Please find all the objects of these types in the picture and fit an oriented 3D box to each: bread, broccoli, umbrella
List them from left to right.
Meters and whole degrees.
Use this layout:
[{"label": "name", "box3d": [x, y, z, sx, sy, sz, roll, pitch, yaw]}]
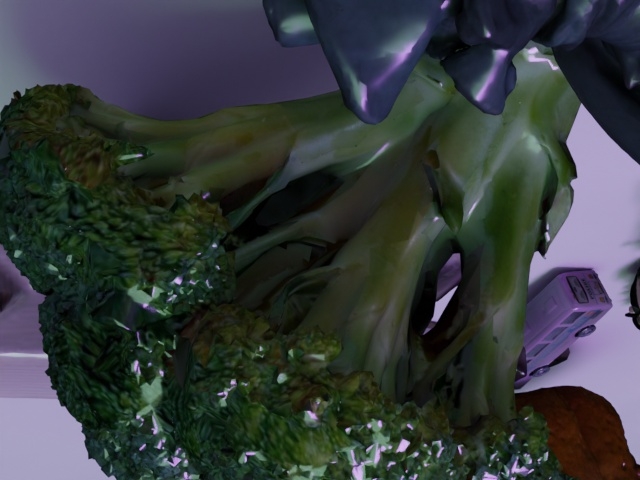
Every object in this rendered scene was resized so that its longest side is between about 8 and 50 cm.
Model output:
[{"label": "broccoli", "box3d": [0.000, 0.000, 0.471, 0.269, 0.254, 0.269, -21, 131, -27]}, {"label": "bread", "box3d": [0.141, 0.202, 0.945, 0.247, 0.135, 0.232, -16, 169, 28]}, {"label": "umbrella", "box3d": [0.155, -0.080, 0.387, 0.349, 0.094, 0.143, 16, 124, -17]}]

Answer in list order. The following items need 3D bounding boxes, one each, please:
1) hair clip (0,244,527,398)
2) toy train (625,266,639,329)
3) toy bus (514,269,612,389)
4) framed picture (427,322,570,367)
[{"label": "hair clip", "box3d": [-0.039, 0.042, 0.661, 0.331, 0.101, 0.085, 5, 154, -27]}, {"label": "toy train", "box3d": [0.265, 0.025, 0.788, 0.085, 0.053, 0.249, -2, 162, 8]}, {"label": "toy bus", "box3d": [0.165, 0.071, 0.848, 0.052, 0.037, 0.130, -3, 147, -34]}, {"label": "framed picture", "box3d": [0.045, 0.141, 0.993, 0.213, 0.016, 0.289, 12, 147, -41]}]
